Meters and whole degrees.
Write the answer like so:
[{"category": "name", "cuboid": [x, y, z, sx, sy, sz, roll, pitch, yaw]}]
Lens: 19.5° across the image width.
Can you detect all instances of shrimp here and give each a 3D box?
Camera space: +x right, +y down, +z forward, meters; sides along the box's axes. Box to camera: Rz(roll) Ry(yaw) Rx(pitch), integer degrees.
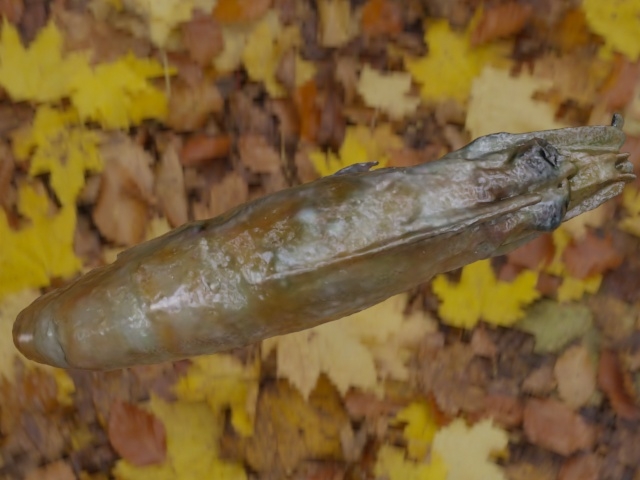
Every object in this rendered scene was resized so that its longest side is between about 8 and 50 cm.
[{"category": "shrimp", "cuboid": [0.000, 0.000, 0.653, 0.223, 0.126, 0.047, -17, 96, 2]}]
